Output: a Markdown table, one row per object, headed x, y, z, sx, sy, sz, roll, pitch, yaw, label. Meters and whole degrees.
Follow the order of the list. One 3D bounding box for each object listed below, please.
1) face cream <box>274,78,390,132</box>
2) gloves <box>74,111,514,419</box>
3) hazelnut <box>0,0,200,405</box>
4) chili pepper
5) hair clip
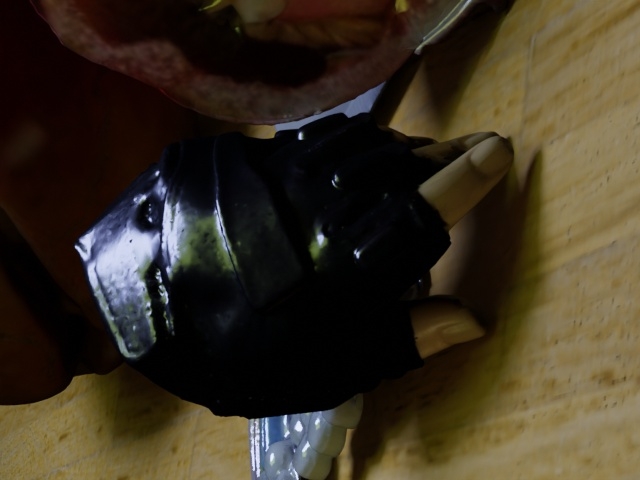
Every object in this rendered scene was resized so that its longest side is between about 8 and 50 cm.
| x | y | z | sx | sy | sz | roll | pitch | yaw | label |
| --- | --- | --- | --- | --- | --- | --- | --- | --- | --- |
| -0.012 | -0.169 | 1.212 | 0.143 | 0.089 | 0.314 | -60 | 36 | 38 | face cream |
| 0.000 | 0.000 | 0.928 | 0.203 | 0.164 | 0.124 | -37 | -6 | 27 | gloves |
| -0.273 | -0.080 | 1.486 | 0.429 | 0.402 | 0.402 | 15 | 93 | 57 | hazelnut |
| -0.029 | -0.239 | 1.041 | 0.251 | 0.229 | 0.305 | -45 | 31 | 33 | chili pepper |
| -0.003 | 0.076 | 1.069 | 0.220 | 0.054 | 0.140 | 116 | 152 | -46 | hair clip |
